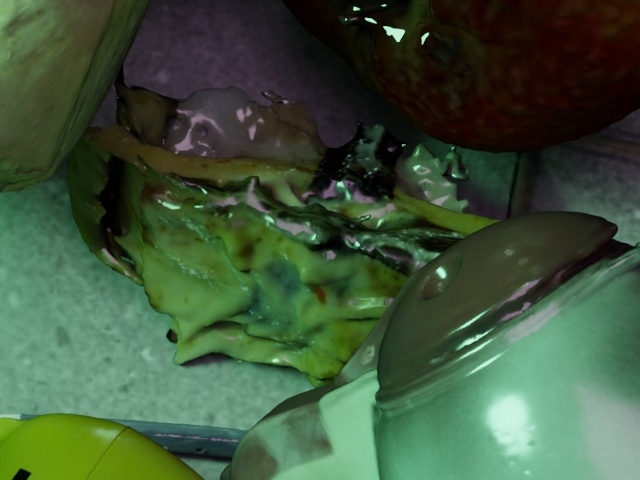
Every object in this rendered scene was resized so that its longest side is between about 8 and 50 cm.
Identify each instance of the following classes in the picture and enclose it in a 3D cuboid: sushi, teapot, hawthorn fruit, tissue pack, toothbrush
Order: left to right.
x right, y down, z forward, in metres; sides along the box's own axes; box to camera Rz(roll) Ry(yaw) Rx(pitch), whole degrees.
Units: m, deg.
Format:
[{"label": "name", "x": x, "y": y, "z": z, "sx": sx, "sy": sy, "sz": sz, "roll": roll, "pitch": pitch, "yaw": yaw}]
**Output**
[{"label": "tissue pack", "x": -0.138, "y": 0.176, "z": 0.964, "sx": 0.127, "sy": 0.123, "sz": 0.178, "roll": 28, "pitch": 69, "yaw": 11}, {"label": "toothbrush", "x": -0.140, "y": 0.102, "z": 1.048, "sx": 0.288, "sy": 0.024, "sz": 0.026, "roll": 5, "pitch": 54, "yaw": -5}, {"label": "sushi", "x": -0.002, "y": 0.005, "z": 1.063, "sx": 0.291, "sy": 0.139, "sz": 0.131, "roll": 16, "pitch": 48, "yaw": -3}, {"label": "teapot", "x": 0.115, "y": 0.153, "z": 0.945, "sx": 0.315, "sy": 0.233, "sz": 0.312, "roll": -31, "pitch": 91, "yaw": 26}, {"label": "hawthorn fruit", "x": 0.133, "y": -0.212, "z": 1.077, "sx": 0.285, "sy": 0.284, "sz": 0.369, "roll": 47, "pitch": 43, "yaw": 10}]

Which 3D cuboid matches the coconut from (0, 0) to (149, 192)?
[{"label": "coconut", "x": -0.195, "y": -0.145, "z": 0.959, "sx": 0.259, "sy": 0.259, "sz": 0.259, "roll": 3, "pitch": 69, "yaw": -7}]
